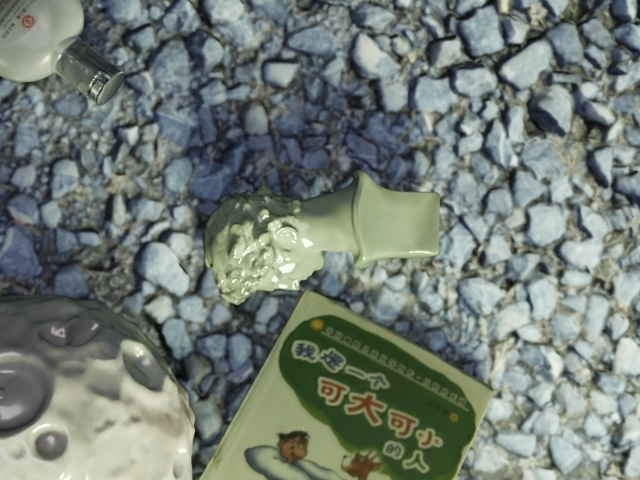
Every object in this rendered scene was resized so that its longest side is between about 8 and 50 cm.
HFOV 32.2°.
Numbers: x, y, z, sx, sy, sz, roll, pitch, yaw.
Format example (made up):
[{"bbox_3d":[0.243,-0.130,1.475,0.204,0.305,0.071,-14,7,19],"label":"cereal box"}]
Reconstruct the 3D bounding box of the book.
[{"bbox_3d":[0.013,0.264,1.245,0.260,0.043,0.371,28,63,2],"label":"book"}]

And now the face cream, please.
[{"bbox_3d":[-0.366,-0.271,1.348,0.291,0.071,0.144,36,86,4],"label":"face cream"}]

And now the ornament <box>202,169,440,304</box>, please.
[{"bbox_3d":[0.002,-0.015,1.300,0.285,0.120,0.130,-13,82,-3],"label":"ornament"}]

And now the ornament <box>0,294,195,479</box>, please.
[{"bbox_3d":[-0.299,0.213,1.151,0.337,0.337,0.337,0,84,0],"label":"ornament"}]
